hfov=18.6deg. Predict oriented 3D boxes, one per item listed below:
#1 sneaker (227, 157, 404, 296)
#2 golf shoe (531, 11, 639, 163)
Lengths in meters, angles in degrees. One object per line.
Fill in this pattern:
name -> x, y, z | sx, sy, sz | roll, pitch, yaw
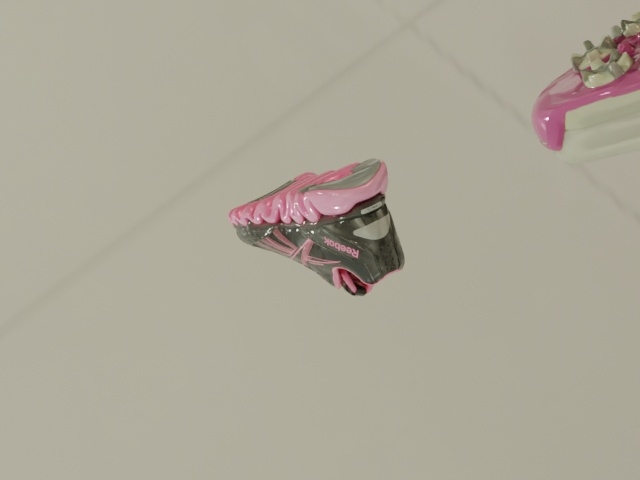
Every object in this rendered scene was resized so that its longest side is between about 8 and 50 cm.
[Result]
sneaker -> 0.000, 0.000, 0.846 | 0.057, 0.047, 0.119 | 63, 158, -9
golf shoe -> 0.261, -0.074, 0.966 | 0.115, 0.306, 0.140 | -71, -38, -67
